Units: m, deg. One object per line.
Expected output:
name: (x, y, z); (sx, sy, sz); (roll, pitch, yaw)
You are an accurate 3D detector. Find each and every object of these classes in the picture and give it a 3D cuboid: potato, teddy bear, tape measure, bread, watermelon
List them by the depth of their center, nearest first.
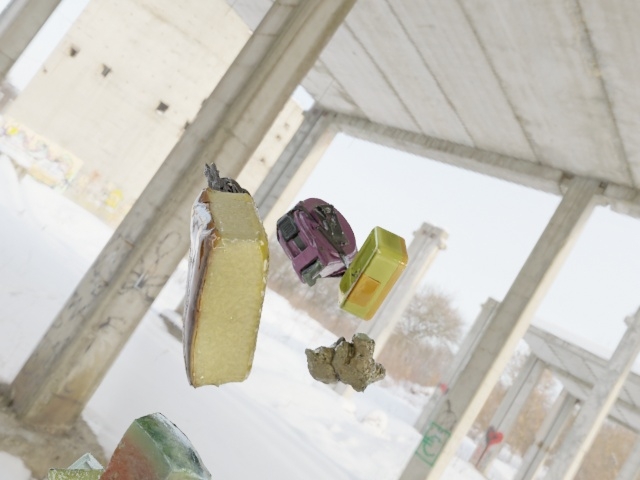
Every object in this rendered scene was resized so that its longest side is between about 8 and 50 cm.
watermelon: (-0.355, 0.494, 1.163); (0.193, 0.256, 0.140); (43, 0, 11)
bread: (-0.204, 0.084, 1.223); (0.143, 0.323, 0.333); (5, 17, -14)
potato: (-0.519, 0.562, 1.316); (0.149, 0.081, 0.120); (-2, -43, 6)
tape measure: (0.000, 0.000, 1.670); (0.231, 0.149, 0.245); (-13, 66, -54)
teddy bear: (0.074, 0.426, 2.045); (0.256, 0.156, 0.267); (4, -41, 29)

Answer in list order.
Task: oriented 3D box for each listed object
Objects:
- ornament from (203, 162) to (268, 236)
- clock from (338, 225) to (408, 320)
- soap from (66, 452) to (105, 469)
ornament: (-0.292, -0.134, 1.980); (0.251, 0.106, 0.260); (27, -45, 44)
clock: (0.126, 0.080, 1.443); (0.096, 0.202, 0.143); (25, 25, -13)
soap: (-0.748, 0.791, 1.748); (0.173, 0.289, 0.095); (53, -14, -11)
